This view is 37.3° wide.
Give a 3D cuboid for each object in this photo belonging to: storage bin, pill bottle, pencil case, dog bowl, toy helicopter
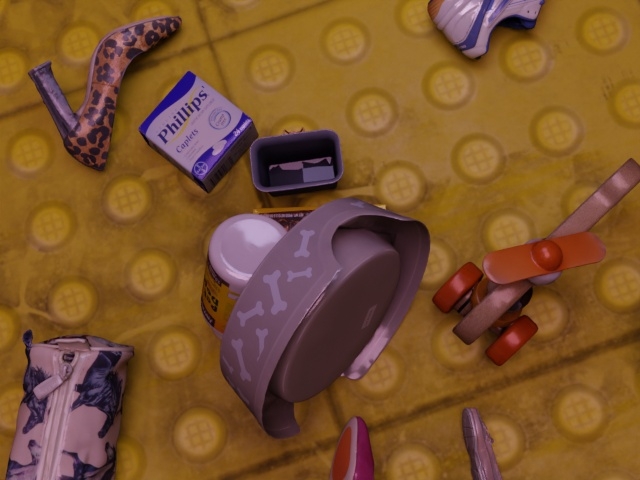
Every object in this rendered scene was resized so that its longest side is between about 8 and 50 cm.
[{"bbox_3d":[-0.034,-0.115,1.441,0.135,0.091,0.098,-7,77,2],"label":"storage bin"},{"bbox_3d":[-0.107,0.064,1.338,0.117,0.215,0.117,5,57,-8],"label":"pill bottle"},{"bbox_3d":[-0.367,0.334,1.325,0.160,0.183,0.410,4,79,11],"label":"pencil case"},{"bbox_3d":[0.004,0.096,1.277,0.102,0.349,0.349,35,83,23],"label":"dog bowl"},{"bbox_3d":[0.317,0.009,1.312,0.355,0.235,0.140,-43,78,-5],"label":"toy helicopter"}]

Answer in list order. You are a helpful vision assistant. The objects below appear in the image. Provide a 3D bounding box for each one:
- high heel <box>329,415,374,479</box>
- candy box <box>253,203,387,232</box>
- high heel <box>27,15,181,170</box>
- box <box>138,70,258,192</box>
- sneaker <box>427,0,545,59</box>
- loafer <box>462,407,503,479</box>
[{"bbox_3d":[0.079,0.377,1.347,0.117,0.082,0.244,12,64,-21],"label":"high heel"},{"bbox_3d":[0.000,0.000,1.447,0.206,0.027,0.105,-2,81,4],"label":"candy box"},{"bbox_3d":[-0.306,-0.238,1.513,0.261,0.093,0.186,-29,99,-14],"label":"high heel"},{"bbox_3d":[-0.189,-0.168,1.475,0.137,0.072,0.126,38,83,12],"label":"box"},{"bbox_3d":[0.312,-0.398,1.482,0.296,0.112,0.131,-37,95,-2],"label":"sneaker"},{"bbox_3d":[0.233,0.299,1.359,0.039,0.045,0.125,-8,84,-14],"label":"loafer"}]
